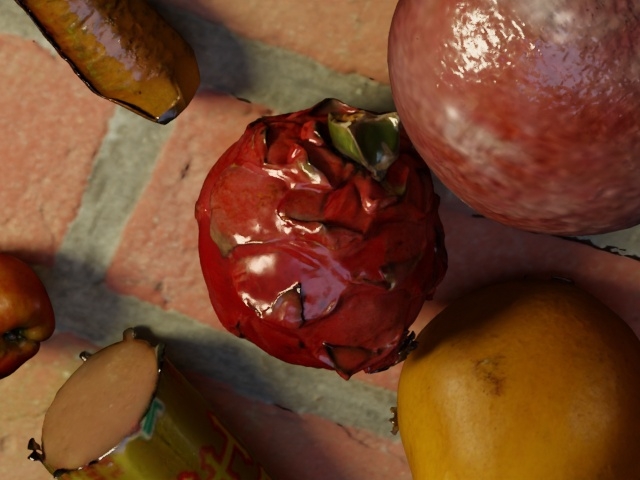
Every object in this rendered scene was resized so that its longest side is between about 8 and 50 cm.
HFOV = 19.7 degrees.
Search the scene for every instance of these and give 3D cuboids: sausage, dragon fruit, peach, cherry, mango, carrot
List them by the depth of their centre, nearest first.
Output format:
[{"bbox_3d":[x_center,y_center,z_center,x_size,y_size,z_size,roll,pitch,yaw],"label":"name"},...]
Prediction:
[{"bbox_3d":[0.167,-0.109,1.150,0.236,0.213,0.285,-45,154,14],"label":"cherry"},{"bbox_3d":[-0.174,-0.179,1.184,0.070,0.070,0.260,-31,119,18],"label":"carrot"},{"bbox_3d":[0.000,0.000,1.248,0.172,0.172,0.209,-4,120,1],"label":"dragon fruit"},{"bbox_3d":[0.150,0.138,1.292,0.187,0.257,0.138,9,123,-7],"label":"mango"},{"bbox_3d":[-0.245,0.051,1.323,0.100,0.101,0.101,-1,124,-1],"label":"peach"},{"bbox_3d":[-0.083,0.220,1.420,0.125,0.117,0.317,-49,120,-18],"label":"sausage"}]
